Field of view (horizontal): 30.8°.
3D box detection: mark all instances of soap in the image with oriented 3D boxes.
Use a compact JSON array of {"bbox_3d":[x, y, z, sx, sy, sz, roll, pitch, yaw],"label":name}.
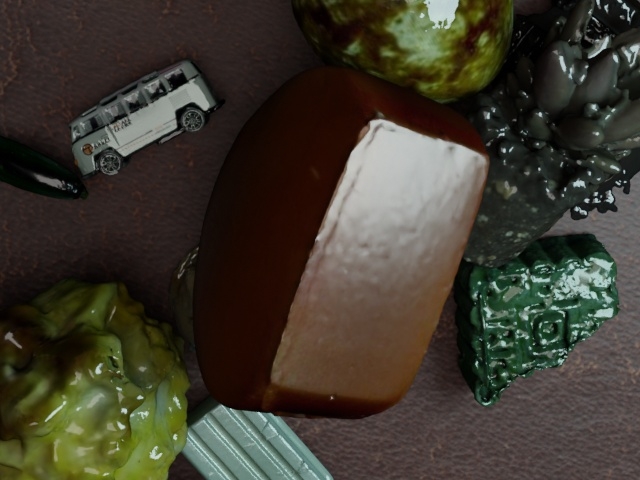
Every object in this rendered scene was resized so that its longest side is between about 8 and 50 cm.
[{"bbox_3d":[-0.086,0.286,1.508,0.119,0.066,0.198,-39,103,5],"label":"soap"}]

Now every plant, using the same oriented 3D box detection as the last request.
[{"bbox_3d":[0.263,-0.112,1.310,0.194,0.181,0.321,44,123,2],"label":"plant"}]

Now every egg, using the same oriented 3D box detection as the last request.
[{"bbox_3d":[0.095,-0.273,1.299,0.238,0.238,0.289,-36,120,5],"label":"egg"}]

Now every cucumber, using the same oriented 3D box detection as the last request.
[{"bbox_3d":[-0.410,-0.106,1.385,0.284,0.056,0.056,18,102,4],"label":"cucumber"}]

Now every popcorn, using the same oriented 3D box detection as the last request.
[{"bbox_3d":[-0.296,0.210,1.372,0.312,0.312,0.312,-1,104,-3],"label":"popcorn"}]

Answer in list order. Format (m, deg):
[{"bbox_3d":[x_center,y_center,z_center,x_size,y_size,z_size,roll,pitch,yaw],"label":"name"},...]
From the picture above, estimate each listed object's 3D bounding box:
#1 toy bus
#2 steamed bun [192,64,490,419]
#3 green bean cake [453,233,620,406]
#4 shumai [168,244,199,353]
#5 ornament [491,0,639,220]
[{"bbox_3d":[-0.214,-0.145,1.388,0.194,0.087,0.089,-28,100,5],"label":"toy bus"},{"bbox_3d":[0.000,0.000,1.272,0.235,0.248,0.379,13,102,-33],"label":"steamed bun"},{"bbox_3d":[0.277,0.099,1.466,0.208,0.107,0.193,-8,103,-3],"label":"green bean cake"},{"bbox_3d":[-0.089,0.076,1.430,0.201,0.120,0.201,0,101,-3],"label":"shumai"},{"bbox_3d":[0.319,-0.175,1.413,0.251,0.106,0.260,39,107,-4],"label":"ornament"}]
